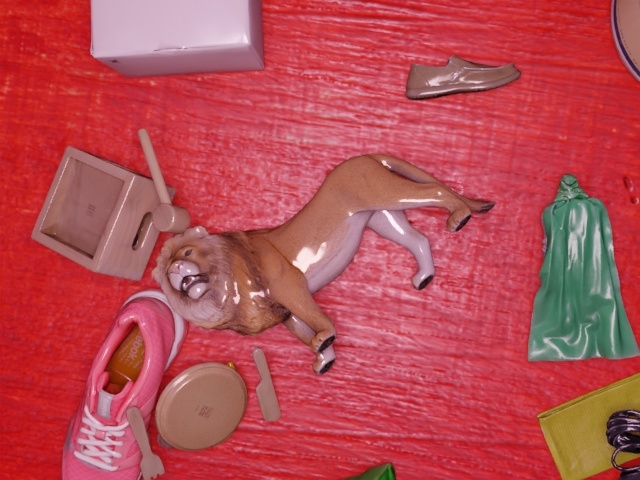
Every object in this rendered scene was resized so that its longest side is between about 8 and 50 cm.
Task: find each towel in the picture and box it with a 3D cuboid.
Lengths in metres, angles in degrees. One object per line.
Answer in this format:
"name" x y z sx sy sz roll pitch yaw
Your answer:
"towel" 0.405 0.226 1.135 0.237 0.021 0.102 -22 88 3

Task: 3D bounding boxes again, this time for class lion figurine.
"lion figurine" 0.000 0.000 1.110 0.392 0.142 0.240 -37 66 -12

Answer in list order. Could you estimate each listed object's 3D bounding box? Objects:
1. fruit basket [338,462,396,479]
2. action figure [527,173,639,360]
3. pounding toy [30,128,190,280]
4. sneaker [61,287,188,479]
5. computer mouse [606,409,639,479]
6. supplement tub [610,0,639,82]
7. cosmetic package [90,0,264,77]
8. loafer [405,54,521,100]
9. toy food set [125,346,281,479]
"fruit basket" 0.075 0.424 0.980 0.392 0.392 0.283 -6 90 3
"action figure" 0.322 0.032 1.117 0.137 0.063 0.232 -4 94 5
"pounding toy" -0.228 -0.044 1.098 0.206 0.094 0.181 23 91 31
"sneaker" -0.266 0.210 1.112 0.116 0.136 0.314 17 91 4
"computer mouse" 0.420 0.351 1.062 0.188 0.072 0.272 11 90 26
"supplement tub" 0.474 -0.283 0.977 0.235 0.325 0.235 0 91 3
"cosmetic package" -0.177 -0.397 1.096 0.197 0.155 0.365 -1 91 4
"loafer" 0.179 -0.211 1.127 0.148 0.056 0.050 -8 96 3
"toy food set" -0.151 0.210 1.120 0.192 0.038 0.132 -22 119 -22
